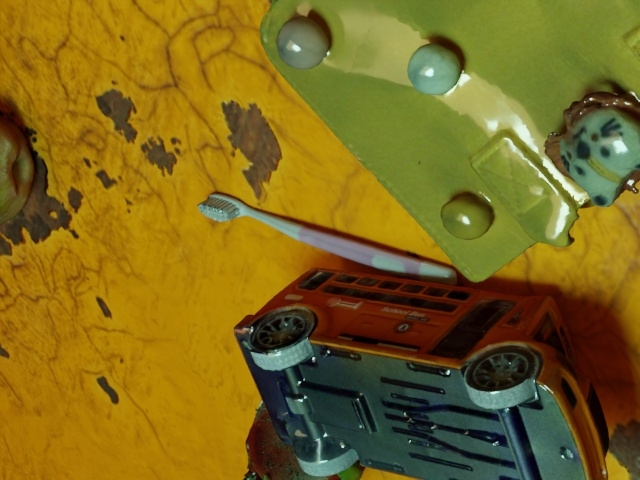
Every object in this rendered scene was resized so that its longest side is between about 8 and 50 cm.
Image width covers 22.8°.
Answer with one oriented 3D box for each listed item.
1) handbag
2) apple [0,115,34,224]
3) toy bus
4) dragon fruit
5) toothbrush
[{"bbox_3d":[0.146,-0.152,1.063,0.283,0.133,0.401,50,141,-2],"label":"handbag"},{"bbox_3d":[-0.350,-0.074,1.626,0.102,0.126,0.126,-3,119,10],"label":"apple"},{"bbox_3d":[0.094,0.114,1.269,0.329,0.153,0.143,7,128,42],"label":"toy bus"},{"bbox_3d":[-0.012,0.193,1.482,0.175,0.142,0.138,75,-179,-51],"label":"dragon fruit"},{"bbox_3d":[0.000,0.000,1.391,0.286,0.025,0.020,17,127,37],"label":"toothbrush"}]
